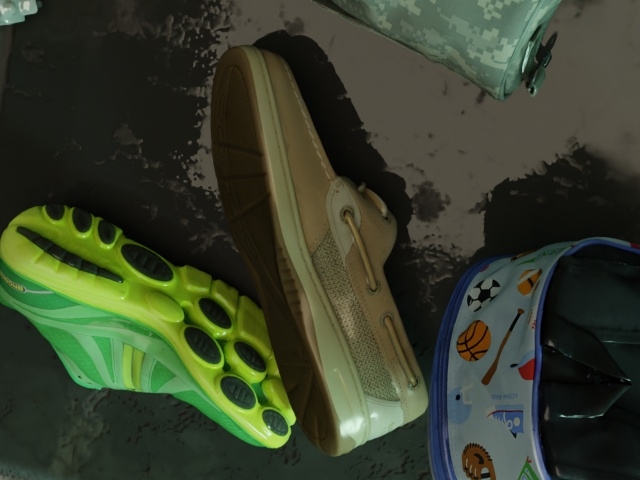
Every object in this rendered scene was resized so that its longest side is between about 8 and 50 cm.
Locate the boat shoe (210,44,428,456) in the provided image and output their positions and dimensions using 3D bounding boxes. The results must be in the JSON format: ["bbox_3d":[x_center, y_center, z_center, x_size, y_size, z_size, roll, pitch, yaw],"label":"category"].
[{"bbox_3d":[0.000,0.000,1.125,0.110,0.121,0.341,-20,103,-21],"label":"boat shoe"}]

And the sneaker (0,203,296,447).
[{"bbox_3d":[-0.147,0.080,1.183,0.295,0.109,0.123,35,136,-3],"label":"sneaker"}]

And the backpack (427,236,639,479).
[{"bbox_3d":[0.196,0.118,1.003,0.213,0.263,0.276,-16,62,39],"label":"backpack"}]

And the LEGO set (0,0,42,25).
[{"bbox_3d":[-0.292,-0.310,1.100,0.132,0.107,0.287,-15,100,15],"label":"LEGO set"}]

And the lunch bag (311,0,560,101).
[{"bbox_3d":[0.061,-0.263,0.988,0.305,0.212,0.256,27,124,7],"label":"lunch bag"}]
